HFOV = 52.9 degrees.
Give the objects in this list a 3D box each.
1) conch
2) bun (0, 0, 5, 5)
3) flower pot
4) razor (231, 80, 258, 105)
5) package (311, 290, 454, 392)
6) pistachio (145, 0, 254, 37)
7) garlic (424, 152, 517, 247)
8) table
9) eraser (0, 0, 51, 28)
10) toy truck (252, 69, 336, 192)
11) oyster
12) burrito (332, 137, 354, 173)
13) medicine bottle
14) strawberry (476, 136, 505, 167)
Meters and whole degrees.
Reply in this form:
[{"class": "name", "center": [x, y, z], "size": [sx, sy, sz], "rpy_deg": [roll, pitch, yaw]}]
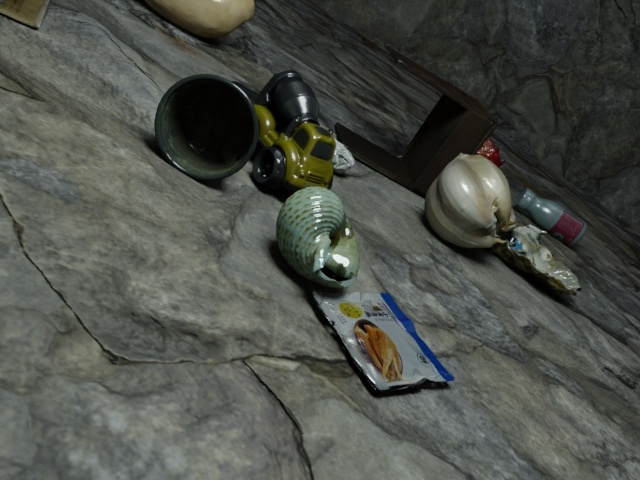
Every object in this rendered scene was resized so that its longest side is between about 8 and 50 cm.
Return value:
[{"class": "conch", "center": [-0.005, 0.000, 0.920], "size": [0.135, 0.102, 0.153], "rpy_deg": [30, 55, -36]}, {"class": "bun", "center": [-0.552, -0.428, 0.941], "size": [0.220, 0.220, 0.134], "rpy_deg": [18, -1, -32]}, {"class": "flower pot", "center": [-0.166, -0.179, 1.005], "size": [0.157, 0.157, 0.107], "rpy_deg": [33, 14, -4]}, {"class": "razor", "center": [-0.153, -0.258, 1.270], "size": [0.090, 0.054, 0.148], "rpy_deg": [24, 27, -22]}, {"class": "package", "center": [0.085, 0.132, 0.876], "size": [0.173, 0.027, 0.171], "rpy_deg": [3, 38, -44]}, {"class": "pistachio", "center": [-0.308, -0.610, 1.576], "size": [0.299, 0.187, 0.187], "rpy_deg": [24, 25, -12]}, {"class": "garlic", "center": [0.327, -0.067, 1.395], "size": [0.203, 0.185, 0.281], "rpy_deg": [57, 8, 16]}, {"class": "table", "center": [0.220, -0.281, 1.554], "size": [0.282, 0.250, 0.196], "rpy_deg": [28, 25, -17]}, {"class": "eraser", "center": [-0.619, -0.480, 1.065], "size": [0.343, 0.078, 0.144], "rpy_deg": [21, 25, -27]}, {"class": "toy truck", "center": [-0.048, -0.185, 1.131], "size": [0.147, 0.165, 0.224], "rpy_deg": [12, 32, -42]}, {"class": "oyster", "center": [0.500, 0.046, 1.505], "size": [0.214, 0.083, 0.223], "rpy_deg": [9, 39, -38]}, {"class": "burrito", "center": [-0.017, -0.208, 1.346], "size": [0.203, 0.064, 0.064], "rpy_deg": [34, 24, 0]}, {"class": "medicine bottle", "center": [0.707, -0.075, 1.983], "size": [0.217, 0.090, 0.090], "rpy_deg": [34, 24, 2]}, {"class": "strawberry", "center": [0.395, -0.216, 1.763], "size": [0.202, 0.184, 0.186], "rpy_deg": [-2, 52, 6]}]
